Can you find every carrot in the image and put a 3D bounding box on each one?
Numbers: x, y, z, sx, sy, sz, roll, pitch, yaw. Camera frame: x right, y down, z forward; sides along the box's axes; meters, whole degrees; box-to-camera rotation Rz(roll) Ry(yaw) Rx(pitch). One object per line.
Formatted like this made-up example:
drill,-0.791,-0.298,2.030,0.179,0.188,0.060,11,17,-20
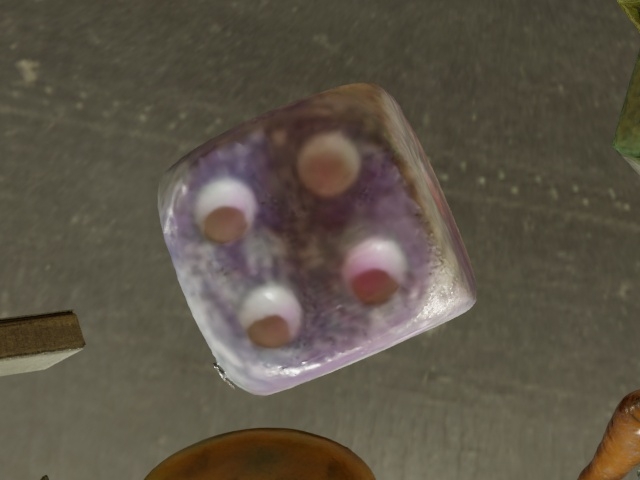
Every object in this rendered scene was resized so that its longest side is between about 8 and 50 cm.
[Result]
carrot,0.262,0.196,1.396,0.048,0.048,0.216,20,142,0

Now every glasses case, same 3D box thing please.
glasses case,-0.308,0.094,1.339,0.071,0.205,0.047,-26,75,43

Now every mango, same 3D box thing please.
mango,-0.040,0.170,1.005,0.163,0.111,0.089,12,118,-6

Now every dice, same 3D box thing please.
dice,0.000,0.000,1.676,0.271,0.270,0.270,-24,86,10

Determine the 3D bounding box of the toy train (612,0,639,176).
toy train,0.359,-0.137,0.984,0.397,0.253,0.160,1,154,40

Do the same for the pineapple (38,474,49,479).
pineapple,-0.150,0.263,1.020,0.103,0.083,0.221,-36,90,25

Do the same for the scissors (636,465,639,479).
scissors,0.429,0.257,1.929,0.041,0.289,0.138,24,117,15
